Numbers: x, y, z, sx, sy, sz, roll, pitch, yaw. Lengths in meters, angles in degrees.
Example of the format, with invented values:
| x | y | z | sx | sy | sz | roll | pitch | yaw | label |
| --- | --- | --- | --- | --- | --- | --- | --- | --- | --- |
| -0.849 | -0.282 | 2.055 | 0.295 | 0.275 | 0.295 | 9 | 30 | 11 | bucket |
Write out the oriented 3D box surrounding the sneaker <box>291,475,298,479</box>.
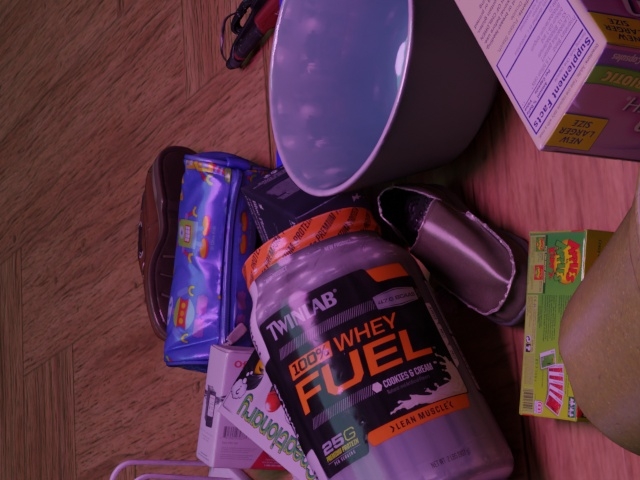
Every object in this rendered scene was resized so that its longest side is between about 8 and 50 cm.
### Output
| x | y | z | sx | sy | sz | roll | pitch | yaw | label |
| --- | --- | --- | --- | --- | --- | --- | --- | --- | --- |
| -0.002 | 0.258 | 2.029 | 0.071 | 0.068 | 0.170 | -37 | 46 | 20 | sneaker |

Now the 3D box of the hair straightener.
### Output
| x | y | z | sx | sy | sz | roll | pitch | yaw | label |
| --- | --- | --- | --- | --- | --- | --- | --- | --- | --- |
| -0.084 | -0.314 | 2.291 | 0.230 | 0.047 | 0.089 | 128 | 138 | -51 | hair straightener |

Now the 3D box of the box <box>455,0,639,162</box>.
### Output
| x | y | z | sx | sy | sz | roll | pitch | yaw | label |
| --- | --- | --- | --- | --- | --- | --- | --- | --- | --- |
| 0.257 | -0.188 | 1.457 | 0.117 | 0.214 | 0.243 | -61 | 36 | 37 | box |

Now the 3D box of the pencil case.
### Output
| x | y | z | sx | sy | sz | roll | pitch | yaw | label |
| --- | --- | --- | --- | --- | --- | --- | --- | --- | --- |
| -0.136 | 0.033 | 2.233 | 0.133 | 0.119 | 0.306 | 1 | 86 | 63 | pencil case |

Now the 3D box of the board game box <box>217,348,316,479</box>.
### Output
| x | y | z | sx | sy | sz | roll | pitch | yaw | label |
| --- | --- | --- | --- | --- | --- | --- | --- | --- | --- |
| 0.006 | 0.177 | 1.951 | 0.193 | 0.053 | 0.305 | -60 | 31 | -2 | board game box |

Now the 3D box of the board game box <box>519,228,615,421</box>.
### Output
| x | y | z | sx | sy | sz | roll | pitch | yaw | label |
| --- | --- | --- | --- | --- | --- | --- | --- | --- | --- |
| 0.240 | 0.082 | 1.618 | 0.092 | 0.043 | 0.181 | -2 | 84 | 61 | board game box |

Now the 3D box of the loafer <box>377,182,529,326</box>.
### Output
| x | y | z | sx | sy | sz | roll | pitch | yaw | label |
| --- | --- | --- | --- | --- | --- | --- | --- | --- | --- |
| 0.136 | 0.011 | 1.750 | 0.251 | 0.087 | 0.094 | 40 | 111 | 51 | loafer |

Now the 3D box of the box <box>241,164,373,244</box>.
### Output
| x | y | z | sx | sy | sz | roll | pitch | yaw | label |
| --- | --- | --- | --- | --- | --- | --- | --- | --- | --- |
| 0.000 | 0.000 | 1.951 | 0.158 | 0.093 | 0.156 | 28 | 143 | 59 | box |

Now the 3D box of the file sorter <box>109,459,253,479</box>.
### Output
| x | y | z | sx | sy | sz | roll | pitch | yaw | label |
| --- | --- | --- | --- | --- | --- | --- | --- | --- | --- |
| -0.161 | 0.411 | 2.159 | 0.278 | 0.173 | 0.192 | 28 | 109 | 60 | file sorter |

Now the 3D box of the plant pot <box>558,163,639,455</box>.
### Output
| x | y | z | sx | sy | sz | roll | pitch | yaw | label |
| --- | --- | --- | --- | --- | --- | --- | --- | --- | --- |
| 0.314 | 0.050 | 1.299 | 0.254 | 0.276 | 0.276 | 125 | 141 | -59 | plant pot |

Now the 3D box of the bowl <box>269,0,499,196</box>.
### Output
| x | y | z | sx | sy | sz | roll | pitch | yaw | label |
| --- | --- | --- | --- | --- | --- | --- | --- | --- | --- |
| 0.083 | -0.194 | 1.830 | 0.311 | 0.163 | 0.311 | -17 | 70 | 59 | bowl |

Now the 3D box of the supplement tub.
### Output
| x | y | z | sx | sy | sz | roll | pitch | yaw | label |
| --- | --- | --- | --- | --- | --- | --- | --- | --- | --- |
| 0.050 | 0.137 | 1.721 | 0.193 | 0.194 | 0.316 | -46 | 65 | 49 | supplement tub |

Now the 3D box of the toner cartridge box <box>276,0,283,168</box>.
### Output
| x | y | z | sx | sy | sz | roll | pitch | yaw | label |
| --- | --- | --- | --- | --- | --- | --- | --- | --- | --- |
| 0.017 | -0.255 | 2.052 | 0.165 | 0.075 | 0.347 | -11 | 75 | 59 | toner cartridge box |

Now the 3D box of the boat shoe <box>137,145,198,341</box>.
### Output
| x | y | z | sx | sy | sz | roll | pitch | yaw | label |
| --- | --- | --- | --- | --- | --- | --- | --- | --- | --- |
| -0.205 | 0.020 | 2.392 | 0.104 | 0.111 | 0.307 | 132 | 145 | -53 | boat shoe |

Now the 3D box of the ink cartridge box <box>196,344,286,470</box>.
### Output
| x | y | z | sx | sy | sz | roll | pitch | yaw | label |
| --- | --- | --- | --- | --- | --- | --- | --- | --- | --- |
| -0.089 | 0.211 | 2.126 | 0.063 | 0.109 | 0.150 | -163 | 80 | -66 | ink cartridge box |

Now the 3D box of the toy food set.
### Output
| x | y | z | sx | sy | sz | roll | pitch | yaw | label |
| --- | --- | --- | --- | --- | --- | --- | --- | --- | --- |
| 0.151 | 0.040 | 1.816 | 0.122 | 0.019 | 0.077 | -31 | 56 | 45 | toy food set |
